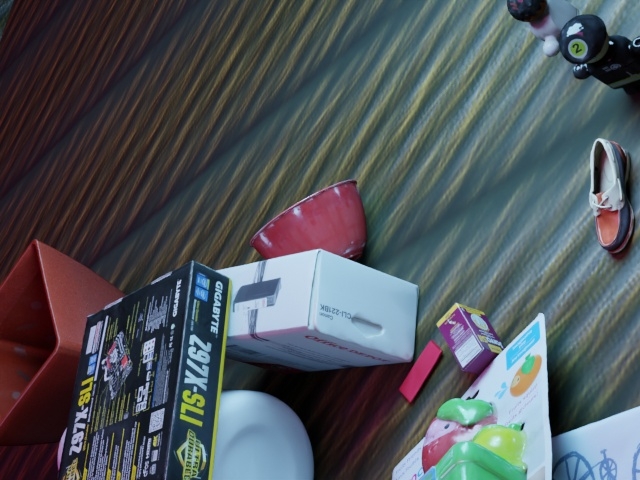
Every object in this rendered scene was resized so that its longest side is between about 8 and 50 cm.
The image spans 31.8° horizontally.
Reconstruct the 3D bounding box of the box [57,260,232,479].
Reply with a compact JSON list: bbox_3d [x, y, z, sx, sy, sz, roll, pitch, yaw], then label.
[{"bbox_3d":[-0.240,0.215,1.518,0.257,0.079,0.322,-29,46,39],"label":"box"}]

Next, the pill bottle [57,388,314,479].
[{"bbox_3d":[-0.219,0.333,1.672,0.408,0.229,0.229,-7,69,49],"label":"pill bottle"}]

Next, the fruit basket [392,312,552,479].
[{"bbox_3d":[0.146,0.279,1.261,0.327,0.165,0.353,-53,17,31],"label":"fruit basket"}]

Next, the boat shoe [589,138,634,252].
[{"bbox_3d":[0.340,-0.053,1.326,0.049,0.043,0.137,-11,67,45],"label":"boat shoe"}]

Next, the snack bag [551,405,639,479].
[{"bbox_3d":[0.305,0.342,1.119,0.323,0.037,0.342,137,137,-60],"label":"snack bag"}]

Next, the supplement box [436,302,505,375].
[{"bbox_3d":[0.192,0.126,1.413,0.043,0.055,0.083,-50,43,23],"label":"supplement box"}]

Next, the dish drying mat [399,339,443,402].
[{"bbox_3d":[0.135,0.174,1.498,0.083,0.008,0.032,-60,38,13],"label":"dish drying mat"}]

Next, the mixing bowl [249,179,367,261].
[{"bbox_3d":[0.000,0.000,1.632,0.181,0.181,0.098,-37,80,34],"label":"mixing bowl"}]

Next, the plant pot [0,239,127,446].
[{"bbox_3d":[-0.448,0.202,1.997,0.267,0.236,0.267,-50,42,24],"label":"plant pot"}]

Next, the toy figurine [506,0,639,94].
[{"bbox_3d":[0.342,-0.304,1.348,0.213,0.148,0.209,-57,40,16],"label":"toy figurine"}]

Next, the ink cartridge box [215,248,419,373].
[{"bbox_3d":[-0.026,0.106,1.566,0.273,0.197,0.114,-11,65,47],"label":"ink cartridge box"}]
